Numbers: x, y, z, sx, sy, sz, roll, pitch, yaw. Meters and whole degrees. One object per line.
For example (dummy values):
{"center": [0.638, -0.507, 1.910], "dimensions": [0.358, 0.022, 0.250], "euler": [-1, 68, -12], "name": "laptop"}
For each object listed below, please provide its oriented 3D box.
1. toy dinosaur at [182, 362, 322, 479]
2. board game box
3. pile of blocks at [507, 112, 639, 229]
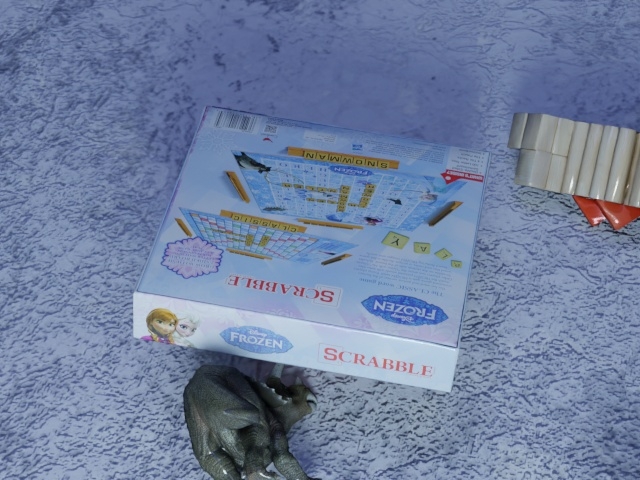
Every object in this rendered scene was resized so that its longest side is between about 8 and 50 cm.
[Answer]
{"center": [-0.084, 0.180, 1.744], "dimensions": [0.121, 0.313, 0.160], "euler": [-33, 71, 10], "name": "toy dinosaur"}
{"center": [0.000, 0.000, 1.853], "dimensions": [0.319, 0.066, 0.318], "euler": [10, 40, 6], "name": "board game box"}
{"center": [0.369, -0.059, 2.008], "dimensions": [0.362, 0.149, 0.112], "euler": [13, 92, 35], "name": "pile of blocks"}
